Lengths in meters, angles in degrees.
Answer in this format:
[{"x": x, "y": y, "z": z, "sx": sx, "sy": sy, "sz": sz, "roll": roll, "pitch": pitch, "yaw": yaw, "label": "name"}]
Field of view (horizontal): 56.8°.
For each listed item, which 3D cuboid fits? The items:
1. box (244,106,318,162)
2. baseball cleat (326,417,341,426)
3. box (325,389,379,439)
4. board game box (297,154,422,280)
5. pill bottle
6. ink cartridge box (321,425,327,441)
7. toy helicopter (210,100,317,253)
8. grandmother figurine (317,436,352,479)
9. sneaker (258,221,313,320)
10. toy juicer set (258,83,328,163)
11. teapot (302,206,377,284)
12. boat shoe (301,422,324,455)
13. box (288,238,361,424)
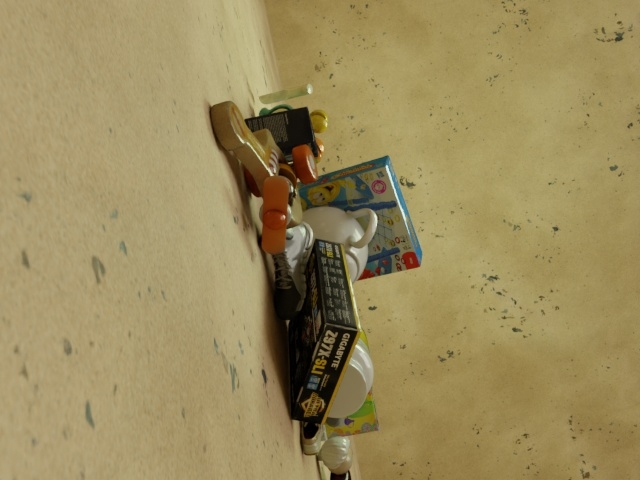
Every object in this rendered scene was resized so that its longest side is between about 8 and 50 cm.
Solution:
[{"x": -0.094, "y": -0.254, "z": 1.479, "sx": 0.156, "sy": 0.159, "sz": 0.093, "roll": 55, "pitch": 23, "yaw": -83, "label": "box"}, {"x": 0.006, "y": 0.461, "z": 1.760, "sx": 0.109, "sy": 0.072, "sz": 0.205, "roll": 7, "pitch": 67, "yaw": -73, "label": "baseball cleat"}, {"x": 0.079, "y": 0.460, "z": 1.950, "sx": 0.279, "sy": 0.177, "sz": 0.289, "roll": 44, "pitch": 35, "yaw": -86, "label": "box"}, {"x": 0.088, "y": -0.041, "z": 1.618, "sx": 0.086, "sy": 0.302, "sz": 0.308, "roll": -65, "pitch": 137, "yaw": -60, "label": "board game box"}, {"x": 0.039, "y": 0.319, "z": 1.528, "sx": 0.334, "sy": 0.188, "sz": 0.187, "roll": -84, "pitch": 163, "yaw": -81, "label": "pill bottle"}, {"x": -0.001, "y": 0.506, "z": 1.582, "sx": 0.048, "sy": 0.028, "sz": 0.083, "roll": 43, "pitch": 35, "yaw": -86, "label": "ink cartridge box"}, {"x": -0.113, "y": -0.127, "z": 1.125, "sx": 0.355, "sy": 0.140, "sz": 0.234, "roll": 51, "pitch": 29, "yaw": -59, "label": "toy helicopter"}, {"x": 0.063, "y": 0.666, "z": 1.542, "sx": 0.208, "sy": 0.104, "sz": 0.342, "roll": -129, "pitch": -151, "yaw": -75, "label": "grandmother figurine"}, {"x": -0.092, "y": 0.050, "z": 1.276, "sx": 0.132, "sy": 0.086, "sz": 0.228, "roll": 31, "pitch": 59, "yaw": -49, "label": "sneaker"}, {"x": -0.085, "y": -0.329, "z": 1.634, "sx": 0.090, "sy": 0.209, "sz": 0.328, "roll": 24, "pitch": 47, "yaw": -51, "label": "toy juicer set"}, {"x": 0.018, "y": 0.047, "z": 1.488, "sx": 0.187, "sy": 0.253, "sz": 0.255, "roll": -112, "pitch": -168, "yaw": -56, "label": "teapot"}, {"x": -0.018, "y": 0.418, "z": 1.320, "sx": 0.135, "sy": 0.050, "sz": 0.045, "roll": -96, "pitch": 179, "yaw": -69, "label": "boat shoe"}, {"x": -0.003, "y": 0.186, "z": 1.272, "sx": 0.322, "sy": 0.080, "sz": 0.257, "roll": -98, "pitch": -156, "yaw": -60, "label": "box"}]
